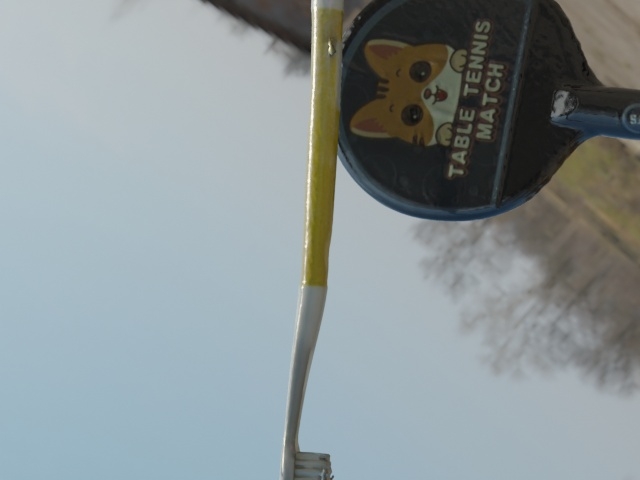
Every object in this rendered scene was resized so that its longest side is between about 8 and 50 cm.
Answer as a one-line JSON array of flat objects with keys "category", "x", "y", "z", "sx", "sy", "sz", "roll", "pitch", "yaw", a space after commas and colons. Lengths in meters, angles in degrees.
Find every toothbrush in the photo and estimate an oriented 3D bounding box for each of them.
[{"category": "toothbrush", "x": 0.000, "y": 0.000, "z": 0.677, "sx": 0.024, "sy": 0.288, "sz": 0.021, "roll": 2, "pitch": 173, "yaw": 13}]

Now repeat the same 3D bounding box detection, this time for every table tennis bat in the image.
[{"category": "table tennis bat", "x": 0.114, "y": -0.079, "z": 0.796, "sx": 0.236, "sy": 0.150, "sz": 0.027, "roll": 9, "pitch": 175, "yaw": 21}]
